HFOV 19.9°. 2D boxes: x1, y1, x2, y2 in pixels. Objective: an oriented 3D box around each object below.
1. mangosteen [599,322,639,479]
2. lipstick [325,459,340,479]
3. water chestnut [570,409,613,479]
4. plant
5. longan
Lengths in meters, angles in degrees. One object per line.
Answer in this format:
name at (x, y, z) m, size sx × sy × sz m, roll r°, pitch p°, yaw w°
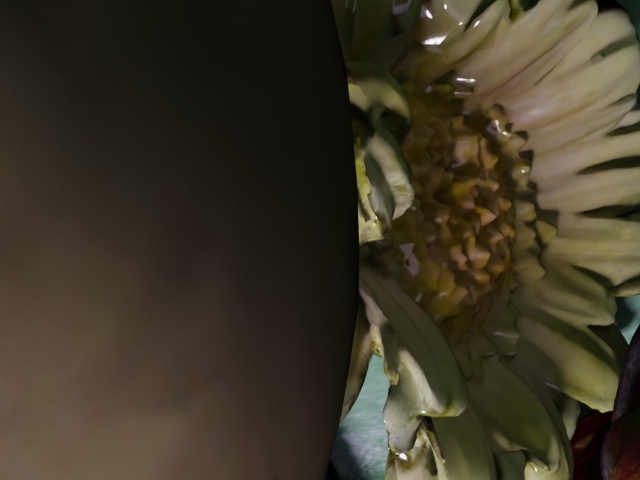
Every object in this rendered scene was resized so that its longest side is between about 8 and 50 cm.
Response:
mangosteen at (0.230, 0.093, 0.775) m, size 0.231 × 0.231 × 0.289 m, roll -27°, pitch 171°, yaw 18°
lipstick at (0.000, 0.218, 1.241) m, size 0.081 × 0.081 × 0.300 m, roll -17°, pitch 146°, yaw 4°
water chestnut at (0.197, 0.244, 1.217) m, size 0.300 × 0.300 × 0.300 m, roll -10°, pitch 147°, yaw -7°
plant at (0.044, -0.019, 0.849) m, size 0.261 × 0.297 × 0.306 m, roll -30°, pitch 107°, yaw -18°
longan at (-0.187, -0.018, 0.512) m, size 0.404 × 0.404 × 0.436 m, roll -15°, pitch 126°, yaw 1°
